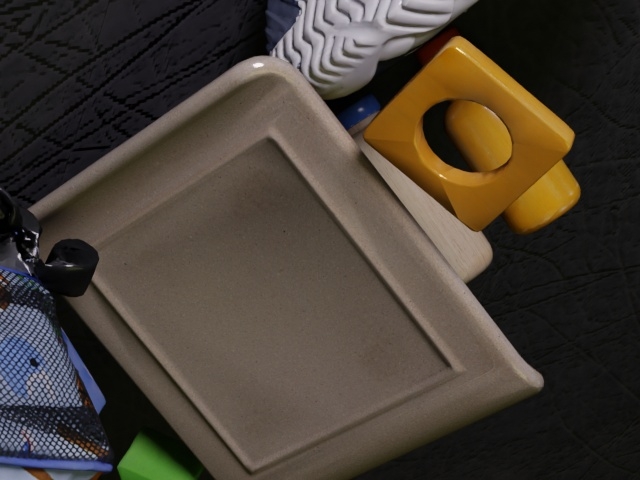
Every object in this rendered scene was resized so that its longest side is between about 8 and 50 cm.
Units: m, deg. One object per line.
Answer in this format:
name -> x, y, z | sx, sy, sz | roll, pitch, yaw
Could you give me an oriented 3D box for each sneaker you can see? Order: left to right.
sneaker -> 0.096, -0.131, 0.762 | 0.153, 0.094, 0.235 | 29, 105, -44

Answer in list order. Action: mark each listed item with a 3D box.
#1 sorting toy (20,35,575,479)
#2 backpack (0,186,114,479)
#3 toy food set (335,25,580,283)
sorting toy -> -0.019, 0.022, 0.792 | 0.347, 0.047, 0.196 | -30, 108, 36
backpack -> -0.241, 0.106, 0.693 | 0.276, 0.213, 0.263 | -41, 144, 19
toy food set -> 0.000, 0.000, 0.875 | 0.232, 0.104, 0.111 | -32, -177, 31
